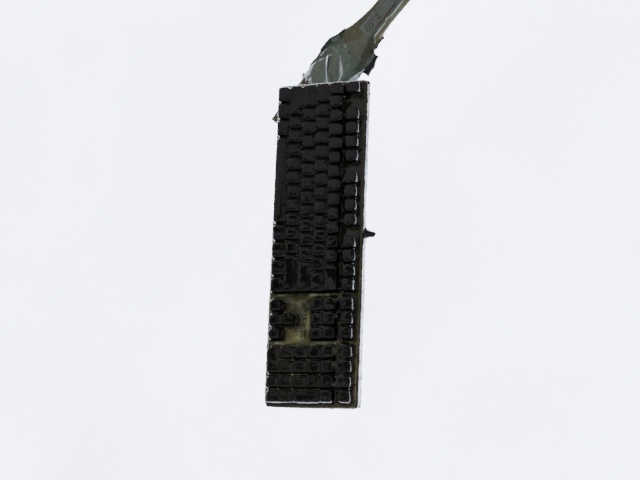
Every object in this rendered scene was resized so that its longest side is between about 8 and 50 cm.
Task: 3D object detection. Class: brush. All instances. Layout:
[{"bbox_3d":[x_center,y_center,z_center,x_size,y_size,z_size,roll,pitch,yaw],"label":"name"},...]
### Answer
[{"bbox_3d":[0.069,-0.238,1.297,0.336,0.020,0.085,-50,-144,8],"label":"brush"}]

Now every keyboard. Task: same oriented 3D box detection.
[{"bbox_3d":[0.000,0.000,1.223,0.106,0.027,0.316,-2,-102,18],"label":"keyboard"}]
